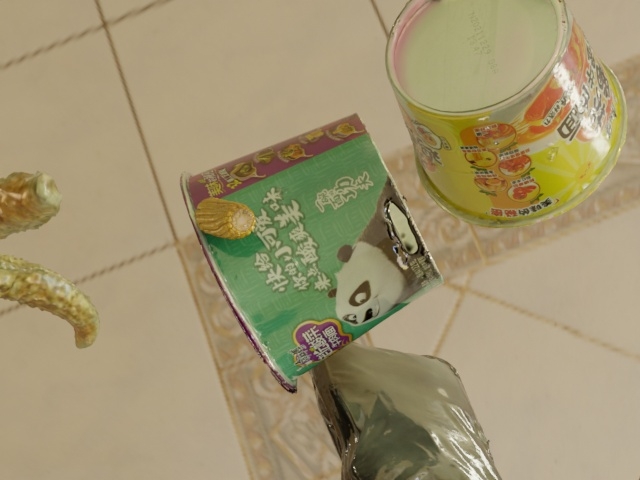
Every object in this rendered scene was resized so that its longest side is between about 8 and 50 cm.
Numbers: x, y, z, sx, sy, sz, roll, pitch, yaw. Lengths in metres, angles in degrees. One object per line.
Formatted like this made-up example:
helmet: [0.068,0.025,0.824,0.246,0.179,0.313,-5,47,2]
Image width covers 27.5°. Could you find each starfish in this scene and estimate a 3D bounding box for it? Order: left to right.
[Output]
starfish: [-0.249,-0.054,0.605,0.347,0.358,0.078,35,76,15]

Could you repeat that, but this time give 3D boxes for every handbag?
handbag: [0.095,0.204,1.393,0.191,0.332,0.075,14,112,-17]

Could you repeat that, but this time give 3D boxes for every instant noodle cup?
instant noodle cup: [0.000,0.000,1.309,0.190,0.251,0.251,-27,67,4]
instant noodle cup: [0.200,-0.170,1.464,0.264,0.200,0.264,-10,60,18]

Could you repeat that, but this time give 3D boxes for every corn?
corn: [-0.085,-0.019,1.174,0.037,0.092,0.037,-2,94,-23]

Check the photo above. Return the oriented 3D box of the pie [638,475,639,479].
pie: [0.442,0.245,1.543,0.084,0.205,0.179,31,34,14]
